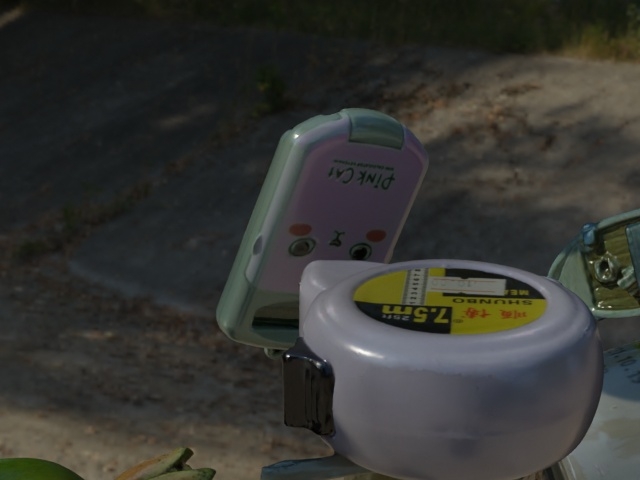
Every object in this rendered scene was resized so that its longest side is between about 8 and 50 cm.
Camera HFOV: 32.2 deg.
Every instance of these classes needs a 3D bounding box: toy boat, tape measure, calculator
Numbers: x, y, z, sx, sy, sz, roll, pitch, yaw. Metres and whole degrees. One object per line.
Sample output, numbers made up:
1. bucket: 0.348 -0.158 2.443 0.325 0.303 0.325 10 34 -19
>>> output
1. toy boat: 0.210 0.013 0.720 0.058 0.069 0.173 -7 -7 -32
2. tape measure: 0.068 0.080 0.655 0.196 0.105 0.178 4 18 11
3. calculator: 0.000 0.000 0.944 0.141 0.246 0.045 7 27 -33

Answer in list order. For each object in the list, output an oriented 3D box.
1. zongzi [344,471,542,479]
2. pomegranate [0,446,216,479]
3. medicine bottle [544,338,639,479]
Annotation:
1. zongzi: 0.146 0.190 1.222 0.174 0.393 0.356 10 25 29
2. pomegranate: -0.226 0.280 0.978 0.302 0.236 0.236 -35 30 -26
3. medicine bottle: 0.309 0.187 0.899 0.231 0.238 0.238 -17 6 3
